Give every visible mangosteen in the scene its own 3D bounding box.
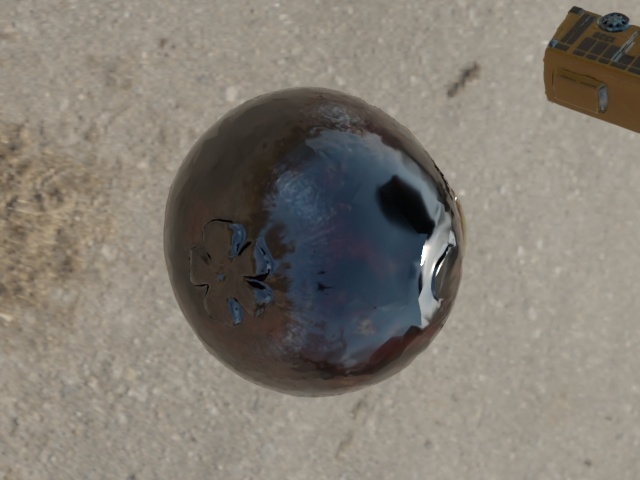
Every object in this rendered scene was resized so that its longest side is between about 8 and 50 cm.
[{"bbox_3d":[0.000,0.000,0.745,0.210,0.210,0.209,-7,101,-38],"label":"mangosteen"}]

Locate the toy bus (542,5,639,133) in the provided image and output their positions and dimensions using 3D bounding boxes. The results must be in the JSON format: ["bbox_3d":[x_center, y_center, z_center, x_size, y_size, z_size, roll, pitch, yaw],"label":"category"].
[{"bbox_3d":[0.367,-0.197,1.401,0.114,0.201,0.098,-47,145,-27],"label":"toy bus"}]
